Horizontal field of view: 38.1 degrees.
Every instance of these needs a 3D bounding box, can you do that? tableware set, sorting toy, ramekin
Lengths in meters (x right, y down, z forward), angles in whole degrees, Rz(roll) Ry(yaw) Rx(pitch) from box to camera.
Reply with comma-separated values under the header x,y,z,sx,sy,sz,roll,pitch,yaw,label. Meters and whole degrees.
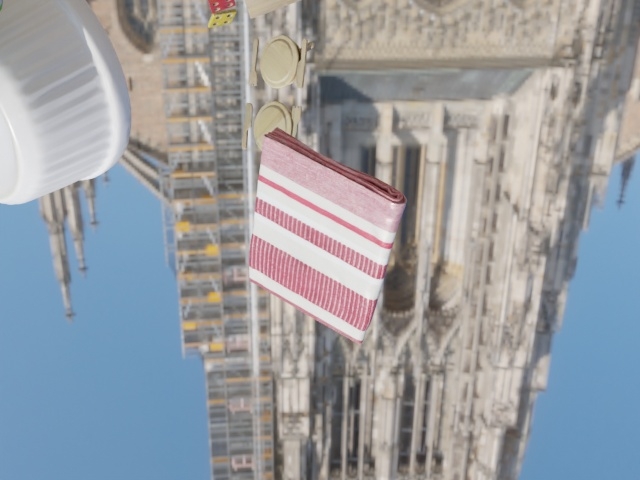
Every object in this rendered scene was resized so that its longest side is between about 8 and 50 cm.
x,y,z,sx,sy,sz,roll,pitch,yaw,label
-0.063,-0.238,1.523,0.128,0.194,0.039,12,-172,41,tableware set
-0.090,-0.471,1.701,0.274,0.046,0.132,-21,171,0,sorting toy
-0.335,-0.161,0.958,0.273,0.273,0.127,20,-136,31,ramekin

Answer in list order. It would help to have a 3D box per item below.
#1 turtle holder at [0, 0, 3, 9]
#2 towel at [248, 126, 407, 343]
x,y,z,sx,sy,sz,roll,pitch,yaw,label
-0.379,-0.263,0.689,0.227,0.243,0.320,-32,172,-2,turtle holder
0.000,0.000,1.445,0.237,0.329,0.037,30,-132,17,towel
